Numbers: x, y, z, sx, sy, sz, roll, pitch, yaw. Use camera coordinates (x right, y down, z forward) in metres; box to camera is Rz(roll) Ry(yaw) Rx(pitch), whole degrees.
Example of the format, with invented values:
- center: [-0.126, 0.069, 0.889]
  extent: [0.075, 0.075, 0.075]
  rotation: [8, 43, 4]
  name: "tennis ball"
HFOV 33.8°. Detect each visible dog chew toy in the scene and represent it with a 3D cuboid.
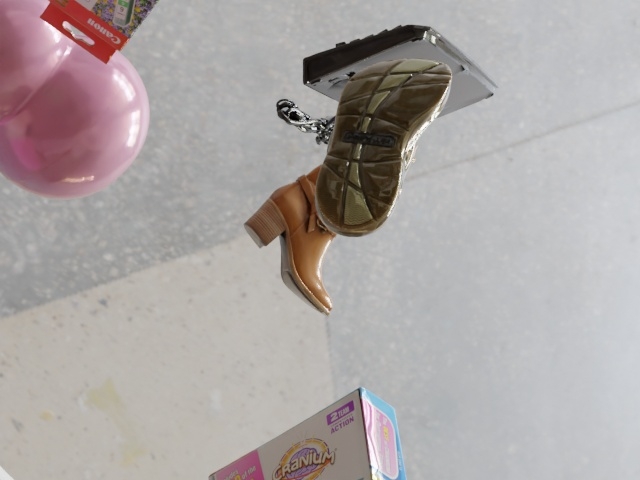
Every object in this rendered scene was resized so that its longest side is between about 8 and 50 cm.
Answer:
- center: [-0.360, -0.201, 1.240]
  extent: [0.332, 0.207, 0.206]
  rotation: [46, 74, -29]
  name: "dog chew toy"

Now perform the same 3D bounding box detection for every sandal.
- center: [0.042, -0.064, 0.734]
  extent: [0.049, 0.072, 0.180]
  rotation: [85, 22, -50]
  name: "sandal"

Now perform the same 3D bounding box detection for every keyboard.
- center: [0.055, -0.149, 1.052]
  extent: [0.317, 0.202, 0.033]
  rotation: [8, 64, -69]
  name: "keyboard"

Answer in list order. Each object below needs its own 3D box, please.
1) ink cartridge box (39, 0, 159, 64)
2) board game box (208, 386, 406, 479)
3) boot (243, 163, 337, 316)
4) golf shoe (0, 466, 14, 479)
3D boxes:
- center: [-0.153, -0.169, 0.739]
  extent: [0.063, 0.115, 0.029]
  rotation: [35, 41, -17]
  name: "ink cartridge box"
- center: [-0.011, 0.344, 1.108]
  extent: [0.242, 0.316, 0.064]
  rotation: [-34, 129, 25]
  name: "board game box"
- center: [0.000, 0.000, 1.545]
  extent: [0.152, 0.073, 0.197]
  rotation: [-40, 108, -15]
  name: "boot"
- center: [-0.354, 0.327, 1.286]
  extent: [0.094, 0.077, 0.198]
  rotation: [-38, 82, -1]
  name: "golf shoe"
